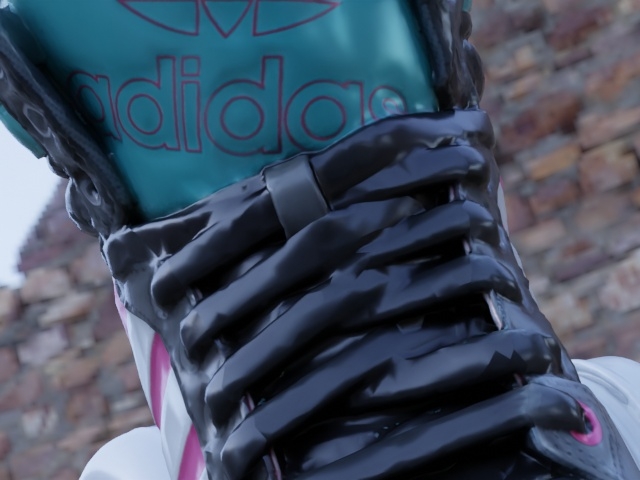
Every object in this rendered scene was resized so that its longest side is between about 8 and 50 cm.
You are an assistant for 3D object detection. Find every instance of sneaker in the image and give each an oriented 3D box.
[{"bbox_3d":[0.000,0.000,0.384,0.123,0.178,0.295,-21,21,-4],"label":"sneaker"}]

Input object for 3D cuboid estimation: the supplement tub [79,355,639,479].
[{"bbox_3d":[0.045,0.186,1.002,0.316,0.228,0.228,-10,-24,-24],"label":"supplement tub"}]
